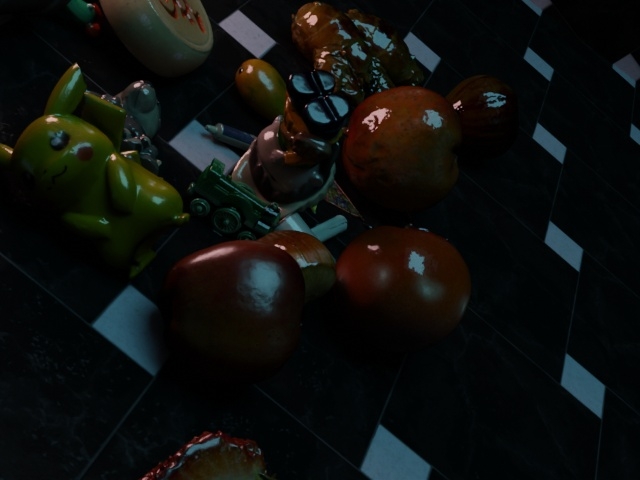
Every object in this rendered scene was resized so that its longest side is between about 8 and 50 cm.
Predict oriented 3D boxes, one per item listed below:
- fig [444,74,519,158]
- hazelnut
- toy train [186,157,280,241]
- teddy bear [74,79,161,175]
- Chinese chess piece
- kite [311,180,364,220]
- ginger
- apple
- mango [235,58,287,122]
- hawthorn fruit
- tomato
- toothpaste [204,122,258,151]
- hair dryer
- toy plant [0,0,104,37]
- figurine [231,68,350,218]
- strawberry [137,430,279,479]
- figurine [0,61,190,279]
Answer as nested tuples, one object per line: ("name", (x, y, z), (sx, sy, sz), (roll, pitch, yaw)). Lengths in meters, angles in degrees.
("fig", (0.345, -0.306, 2.490), (0.320, 0.217, 0.217), (-11, 57, -17))
("hazelnut", (-0.053, 0.046, 1.701), (0.150, 0.150, 0.150), (27, 38, -23))
("toy train", (-0.154, -0.063, 1.752), (0.178, 0.104, 0.071), (34, 31, -15))
("teddy bear", (-0.352, -0.208, 1.675), (0.171, 0.144, 0.251), (19, 38, -18))
("Chinese chess piece", (-0.325, -0.456, 1.931), (0.273, 0.102, 0.273), (50, 23, -30))
("kite", (0.000, -0.116, 2.044), (0.241, 0.014, 0.183), (32, 37, -18))
("ginger", (0.099, -0.447, 2.373), (0.357, 0.152, 0.274), (4, 51, -41))
("apple", (-0.133, 0.113, 1.493), (0.234, 0.234, 0.234), (27, 38, -23))
("mango", (-0.115, -0.314, 2.075), (0.163, 0.089, 0.111), (55, 34, 2))
("hawthorn fruit", (0.155, -0.206, 2.103), (0.298, 0.277, 0.277), (11, 42, -11))
("tomato", (0.147, 0.086, 1.776), (0.255, 0.255, 0.225), (24, 57, -26))
("toothpaste", (-0.150, -0.199, 1.962), (0.197, 0.035, 0.057), (17, 46, -37))
("hair dryer", (0.000, 0.000, 1.890), (0.131, 0.073, 0.236), (49, 26, 6))
("toy plant", (-0.530, -0.517, 1.796), (0.279, 0.185, 0.400), (35, 25, 4))
("figurine", (-0.028, -0.179, 1.808), (0.204, 0.332, 0.185), (-12, 67, -39))
("strawberry", (-0.173, 0.341, 1.314), (0.235, 0.106, 0.175), (18, 78, -31))
("figurine", (-0.354, -0.105, 1.513), (0.326, 0.218, 0.169), (40, 12, -20))
